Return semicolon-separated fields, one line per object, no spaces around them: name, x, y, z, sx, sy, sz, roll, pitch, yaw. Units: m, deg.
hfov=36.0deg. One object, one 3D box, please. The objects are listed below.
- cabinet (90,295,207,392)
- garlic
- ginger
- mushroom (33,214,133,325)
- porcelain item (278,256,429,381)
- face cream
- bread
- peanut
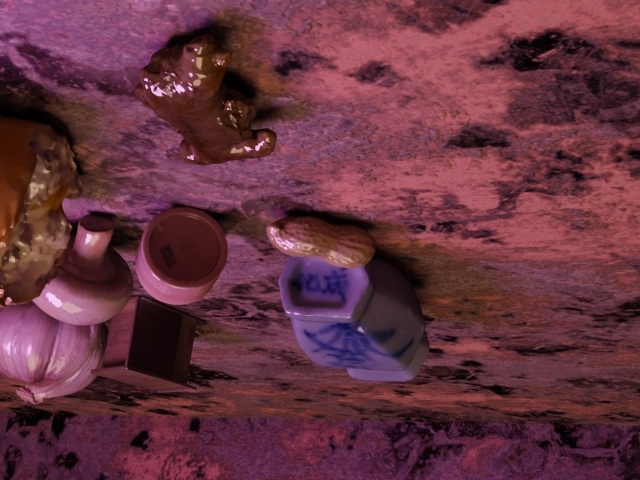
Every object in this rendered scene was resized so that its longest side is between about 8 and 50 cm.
cabinet;-0.405;0.250;2.325;0.148;0.174;0.215;-11;154;40
garlic;-0.670;0.247;2.366;0.322;0.241;0.322;1;139;0
ginger;-0.145;-0.162;1.268;0.166;0.080;0.333;15;159;13
mushroom;-0.436;0.042;1.814;0.207;0.207;0.215;15;123;-20
porcelain item;0.070;0.144;1.879;0.243;0.178;0.405;0;156;21
face cream;-0.241;0.028;1.707;0.149;0.149;0.104;12;158;-12
bread;-0.584;-0.041;1.490;0.394;0.250;0.361;10;159;-5
peanut;0.000;0.000;1.663;0.187;0.082;0.082;12;159;-11
